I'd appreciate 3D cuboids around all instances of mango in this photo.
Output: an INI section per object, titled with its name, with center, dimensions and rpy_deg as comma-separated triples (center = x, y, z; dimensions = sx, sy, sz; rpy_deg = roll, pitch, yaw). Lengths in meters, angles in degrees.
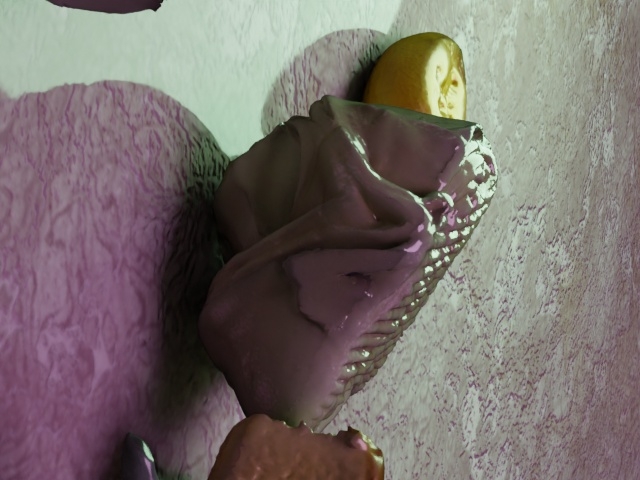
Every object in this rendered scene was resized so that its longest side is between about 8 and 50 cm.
[mango]
center = 0.073, -0.102, 1.368
dimensions = 0.187, 0.066, 0.101
rpy_deg = -54, 135, -57

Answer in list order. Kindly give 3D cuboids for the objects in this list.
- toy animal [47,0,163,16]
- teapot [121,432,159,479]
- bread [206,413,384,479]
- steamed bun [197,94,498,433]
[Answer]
[toy animal]
center = -0.094, -0.203, 0.878
dimensions = 0.178, 0.127, 0.193
rpy_deg = 61, 40, -56
[teapot]
center = -0.135, 0.206, 0.871
dimensions = 0.239, 0.162, 0.149
rpy_deg = -52, 135, -27
[bread]
center = -0.049, 0.251, 1.040
dimensions = 0.185, 0.114, 0.274
rpy_deg = 114, -7, -64
[steamed bun]
center = -0.001, 0.001, 1.129
dimensions = 0.218, 0.144, 0.211
rpy_deg = -58, 172, 16
